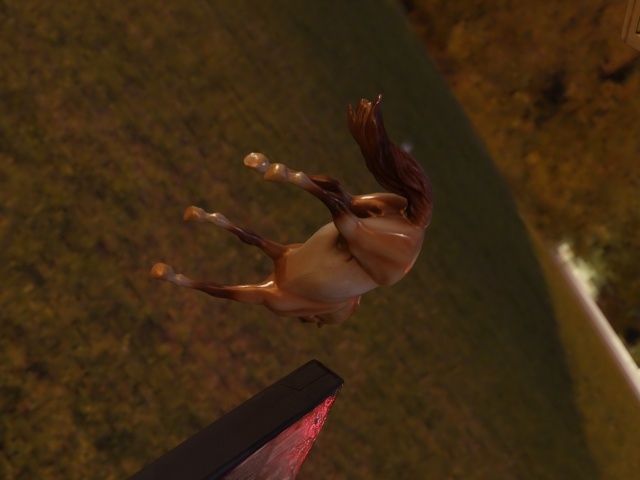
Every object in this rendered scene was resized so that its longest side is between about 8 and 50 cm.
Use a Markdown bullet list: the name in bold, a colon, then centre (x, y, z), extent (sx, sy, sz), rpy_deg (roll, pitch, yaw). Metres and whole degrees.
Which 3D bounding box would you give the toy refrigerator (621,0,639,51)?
- **toy refrigerator**: centre (0.263, -0.216, 0.860), extent (0.102, 0.094, 0.270), rpy_deg (36, -34, 26)

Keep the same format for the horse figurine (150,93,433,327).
- **horse figurine**: centre (0.000, 0.000, 1.052), extent (0.174, 0.263, 0.066), rpy_deg (22, 53, -25)

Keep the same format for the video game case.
- **video game case**: centre (-0.108, 0.221, 0.939), extent (0.035, 0.248, 0.275), rpy_deg (35, 31, 18)
